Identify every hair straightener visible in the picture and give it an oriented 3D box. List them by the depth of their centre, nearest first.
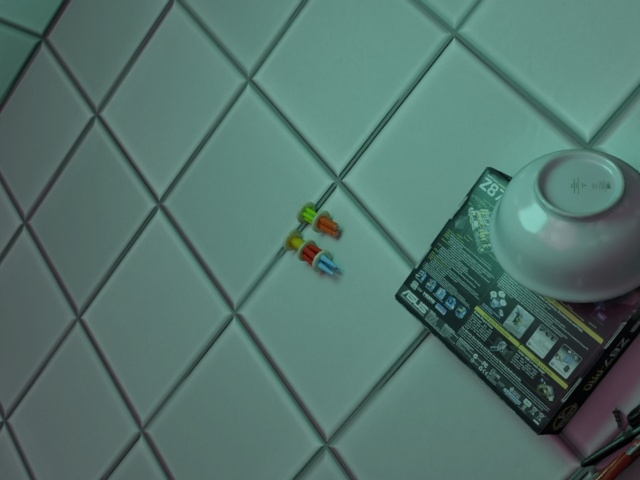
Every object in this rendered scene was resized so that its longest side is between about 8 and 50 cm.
[{"bbox_3d":[0.518,0.306,1.562,0.230,0.047,0.089,-49,56,19],"label":"hair straightener"}]

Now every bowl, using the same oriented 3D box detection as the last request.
[{"bbox_3d":[0.426,-0.053,1.562,0.298,0.134,0.298,-7,52,8],"label":"bowl"}]

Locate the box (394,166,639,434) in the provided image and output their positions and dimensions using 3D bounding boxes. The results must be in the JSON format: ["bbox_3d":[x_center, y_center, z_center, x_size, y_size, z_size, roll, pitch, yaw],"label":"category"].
[{"bbox_3d":[0.361,0.102,1.698,0.395,0.097,0.318,43,109,35],"label":"box"}]

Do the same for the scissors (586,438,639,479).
[{"bbox_3d":[0.493,0.340,1.515,0.021,0.109,0.297,43,84,10],"label":"scissors"}]

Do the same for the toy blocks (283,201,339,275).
[{"bbox_3d":[0.000,0.000,2.025,0.148,0.054,0.123,34,102,37],"label":"toy blocks"}]
